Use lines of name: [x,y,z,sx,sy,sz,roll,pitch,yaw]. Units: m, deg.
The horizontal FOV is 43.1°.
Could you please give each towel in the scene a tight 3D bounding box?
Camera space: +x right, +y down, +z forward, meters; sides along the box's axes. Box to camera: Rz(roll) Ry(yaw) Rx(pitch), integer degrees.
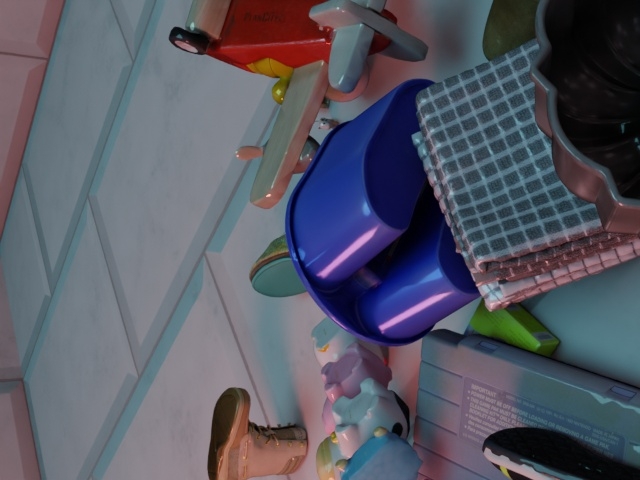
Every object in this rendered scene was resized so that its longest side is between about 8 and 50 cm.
towel: [0.247,-0.090,0.815,0.284,0.121,0.234,-22,68,12]

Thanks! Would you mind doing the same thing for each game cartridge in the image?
game cartridge: [0.255,0.248,0.919,0.355,0.068,0.230,16,103,46]

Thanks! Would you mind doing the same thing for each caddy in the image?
caddy: [0.096,-0.032,0.991,0.179,0.241,0.341,-35,19,43]

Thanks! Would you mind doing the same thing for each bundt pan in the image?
bundt pan: [0.333,-0.118,0.671,0.124,0.331,0.330,76,179,-67]

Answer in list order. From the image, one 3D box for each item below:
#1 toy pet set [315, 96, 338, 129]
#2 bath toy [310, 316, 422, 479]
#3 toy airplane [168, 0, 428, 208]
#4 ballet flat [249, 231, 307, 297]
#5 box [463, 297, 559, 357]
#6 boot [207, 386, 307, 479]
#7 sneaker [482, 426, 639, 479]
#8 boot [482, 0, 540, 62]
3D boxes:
toy pet set: [0.001,-0.248,1.349,0.114,0.065,0.122,28,112,53]
bath toy: [0.055,0.230,1.115,0.151,0.129,0.348,-39,24,14]
toy airplane: [0.001,-0.285,1.181,0.386,0.272,0.384,-35,56,22]
ballet flat: [0.000,0.000,1.320,0.349,0.123,0.123,-31,64,53]
box: [0.218,0.165,1.033,0.109,0.043,0.178,49,128,43]
boot: [-0.101,0.333,1.397,0.077,0.165,0.213,-127,42,-50]
sneaker: [0.258,0.266,0.812,0.235,0.084,0.097,17,109,46]
boot: [0.238,-0.326,0.935,0.112,0.115,0.305,57,146,32]
